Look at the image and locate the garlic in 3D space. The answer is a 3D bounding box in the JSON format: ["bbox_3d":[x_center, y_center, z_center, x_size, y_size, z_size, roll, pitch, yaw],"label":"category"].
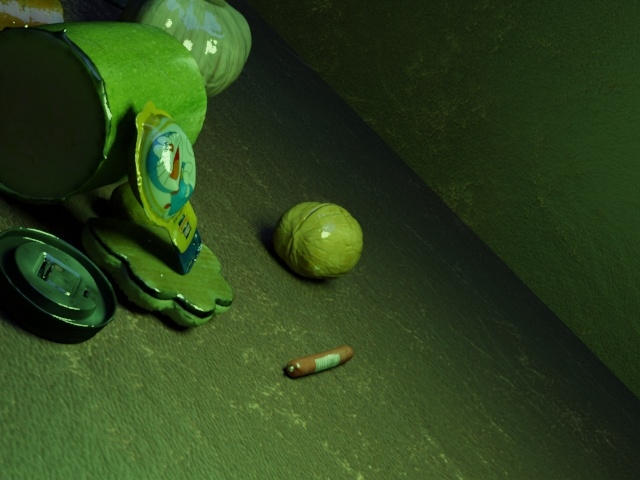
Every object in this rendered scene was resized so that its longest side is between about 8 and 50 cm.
[{"bbox_3d":[-0.317,-0.440,2.129,0.318,0.259,0.317,11,26,-5],"label":"garlic"}]

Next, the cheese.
[{"bbox_3d":[-0.224,-0.077,1.412,0.177,0.069,0.270,-71,155,-51],"label":"cheese"}]

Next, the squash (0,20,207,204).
[{"bbox_3d":[-0.364,-0.213,1.498,0.263,0.263,0.384,43,19,1],"label":"squash"}]

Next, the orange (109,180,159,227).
[{"bbox_3d":[-0.297,-0.053,1.554,0.095,0.085,0.085,54,18,-3],"label":"orange"}]

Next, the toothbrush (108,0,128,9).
[{"bbox_3d":[-0.572,-0.630,2.378,0.288,0.024,0.026,20,15,-47],"label":"toothbrush"}]

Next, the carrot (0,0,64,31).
[{"bbox_3d":[-0.564,-0.362,1.641,0.225,0.159,0.159,5,40,-42],"label":"carrot"}]

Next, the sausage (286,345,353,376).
[{"bbox_3d":[0.003,0.209,1.661,0.034,0.034,0.253,49,19,18],"label":"sausage"}]

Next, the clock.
[{"bbox_3d":[-0.354,0.058,1.250,0.184,0.040,0.184,37,19,-15],"label":"clock"}]

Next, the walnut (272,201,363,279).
[{"bbox_3d":[0.000,0.000,1.930,0.197,0.165,0.165,6,39,-49],"label":"walnut"}]

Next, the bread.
[{"bbox_3d":[-0.238,0.054,1.473,0.286,0.056,0.207,16,32,-52],"label":"bread"}]
